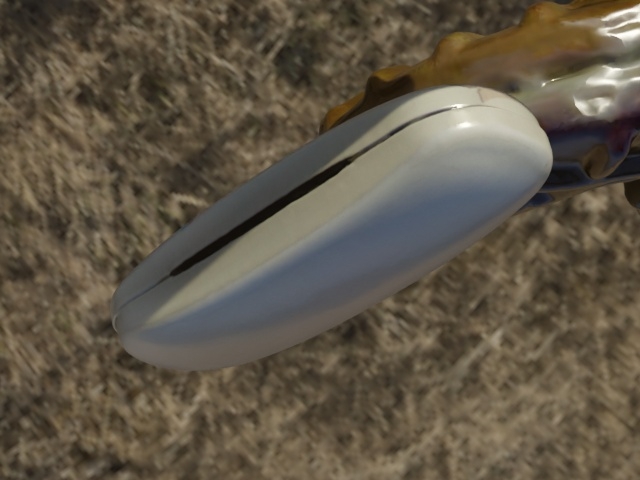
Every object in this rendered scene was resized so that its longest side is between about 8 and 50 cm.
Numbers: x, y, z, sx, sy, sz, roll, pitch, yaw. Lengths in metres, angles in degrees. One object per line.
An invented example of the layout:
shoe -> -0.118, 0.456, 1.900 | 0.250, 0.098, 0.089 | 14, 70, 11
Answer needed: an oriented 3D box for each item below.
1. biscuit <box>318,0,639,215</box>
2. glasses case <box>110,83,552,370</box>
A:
biscuit -> 0.185, -0.078, 0.984 | 0.366, 0.115, 0.268 | -11, 169, -23
glasses case -> 0.000, 0.000, 0.611 | 0.204, 0.051, 0.081 | -30, 152, 29
